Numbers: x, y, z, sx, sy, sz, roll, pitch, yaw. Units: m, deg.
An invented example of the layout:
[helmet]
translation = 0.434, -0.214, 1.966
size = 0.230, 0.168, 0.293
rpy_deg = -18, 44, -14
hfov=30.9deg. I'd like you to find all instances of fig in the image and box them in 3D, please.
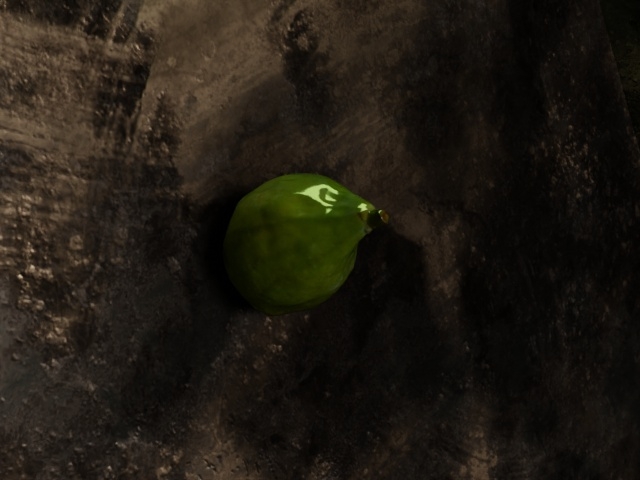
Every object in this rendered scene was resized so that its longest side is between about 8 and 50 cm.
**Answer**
[fig]
translation = -0.006, -0.010, 1.857
size = 0.233, 0.314, 0.233
rpy_deg = 47, 29, -36
